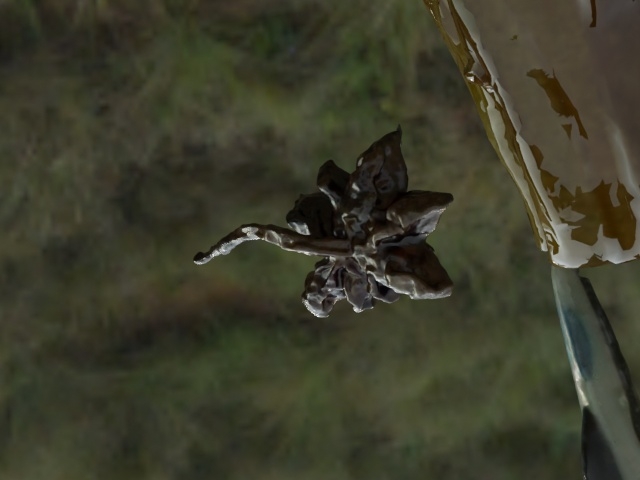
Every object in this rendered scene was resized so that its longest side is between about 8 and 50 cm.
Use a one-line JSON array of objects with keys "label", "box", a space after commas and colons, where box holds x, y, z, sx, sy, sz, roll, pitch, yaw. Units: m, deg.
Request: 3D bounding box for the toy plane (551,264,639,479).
[{"label": "toy plane", "box": [0.144, 0.126, 0.683, 0.088, 0.262, 0.192, -11, 176, -25]}]

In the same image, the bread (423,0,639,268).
[{"label": "bread", "box": [0.134, -0.171, 0.578, 0.324, 0.167, 0.277, -33, 120, -17]}]

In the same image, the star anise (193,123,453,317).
[{"label": "star anise", "box": [0.000, 0.000, 1.090, 0.070, 0.097, 0.190, -26, -171, -42]}]
